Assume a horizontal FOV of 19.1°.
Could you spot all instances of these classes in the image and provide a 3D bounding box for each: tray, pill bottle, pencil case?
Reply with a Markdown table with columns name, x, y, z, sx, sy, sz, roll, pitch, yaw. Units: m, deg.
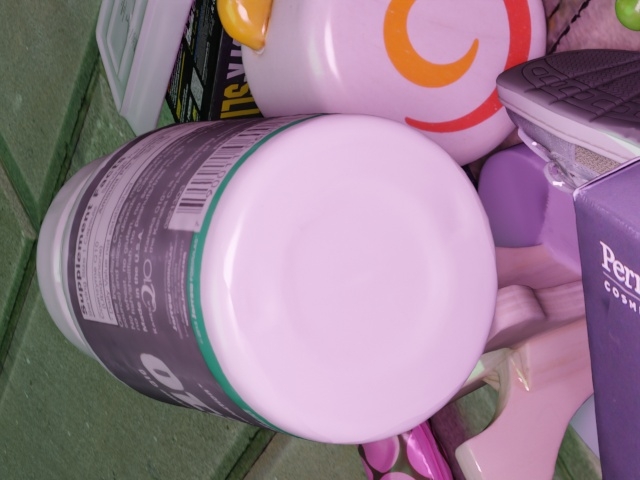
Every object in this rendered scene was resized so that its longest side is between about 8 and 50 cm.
| name | x | y | z | sx | sy | sz | roll | pitch | yaw |
| --- | --- | --- | --- | --- | --- | --- | --- | --- | --- |
| tray | -0.164 | -0.204 | 1.691 | 0.270 | 0.030 | 0.145 | 116 | 139 | -61 |
| pill bottle | -0.055 | 0.019 | 1.295 | 0.361 | 0.204 | 0.204 | 4 | 112 | 63 |
| pencil case | 0.088 | 0.208 | 1.655 | 0.098 | 0.095 | 0.209 | -31 | 83 | 48 |

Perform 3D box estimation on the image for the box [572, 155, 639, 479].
| name | x | y | z | sx | sy | sz | roll | pitch | yaw |
| --- | --- | --- | --- | --- | --- | --- | --- | --- | --- |
| box | 0.274 | 0.140 | 0.713 | 0.343 | 0.179 | 0.312 | 38 | 146 | 50 |

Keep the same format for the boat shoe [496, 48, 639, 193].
| name | x | y | z | sx | sy | sz | roll | pitch | yaw |
| --- | --- | --- | --- | --- | --- | --- | --- | --- | --- |
| boat shoe | 0.226 | -0.034 | 1.172 | 0.320 | 0.118 | 0.103 | 31 | 131 | 43 |

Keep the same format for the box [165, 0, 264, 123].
| name | x | y | z | sx | sy | sz | roll | pitch | yaw |
| --- | --- | --- | --- | --- | --- | --- | --- | --- | --- |
| box | -0.091 | -0.246 | 1.622 | 0.322 | 0.079 | 0.257 | 103 | 152 | -50 |

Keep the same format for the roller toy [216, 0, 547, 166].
| name | x | y | z | sx | sy | sz | roll | pitch | yaw |
| --- | --- | --- | --- | --- | --- | --- | --- | --- | --- |
| roller toy | 0.046 | -0.141 | 1.344 | 0.146 | 0.209 | 0.191 | 3 | 118 | 63 |

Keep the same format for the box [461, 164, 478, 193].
| name | x | y | z | sx | sy | sz | roll | pitch | yaw |
| --- | --- | --- | --- | --- | --- | --- | --- | --- | --- |
| box | 0.053 | -0.068 | 1.561 | 0.233 | 0.044 | 0.159 | 64 | 155 | 11 |

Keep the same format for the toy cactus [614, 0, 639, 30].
| name | x | y | z | sx | sy | sz | roll | pitch | yaw |
| --- | --- | --- | --- | --- | --- | --- | --- | --- | --- |
| toy cactus | 0.240 | -0.199 | 1.066 | 0.219 | 0.112 | 0.180 | 136 | 130 | -65 |

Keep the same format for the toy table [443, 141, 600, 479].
| name | x | y | z | sx | sy | sz | roll | pitch | yaw |
| --- | --- | --- | --- | --- | --- | --- | --- | --- | --- |
| toy table | 0.142 | 0.073 | 1.362 | 0.274 | 0.161 | 0.252 | 58 | 152 | 24 |
